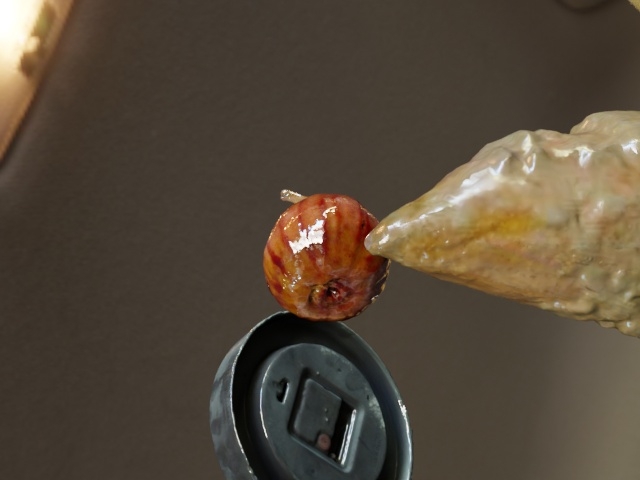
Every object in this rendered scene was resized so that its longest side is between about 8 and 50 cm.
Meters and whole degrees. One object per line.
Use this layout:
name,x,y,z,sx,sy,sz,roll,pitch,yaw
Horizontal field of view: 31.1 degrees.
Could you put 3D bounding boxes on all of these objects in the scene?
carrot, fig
carrot,0.139,-0.010,0.449,0.263,0.102,0.102,-4,-88,-21
fig,0.002,0.016,1.104,0.150,0.128,0.128,-161,65,-75

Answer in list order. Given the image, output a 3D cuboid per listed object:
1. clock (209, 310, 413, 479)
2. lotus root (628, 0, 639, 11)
clock,-0.008,0.219,1.347,0.280,0.055,0.281,24,-129,-32
lotus root,0.296,-0.150,0.668,0.169,0.343,0.151,23,-73,-28
